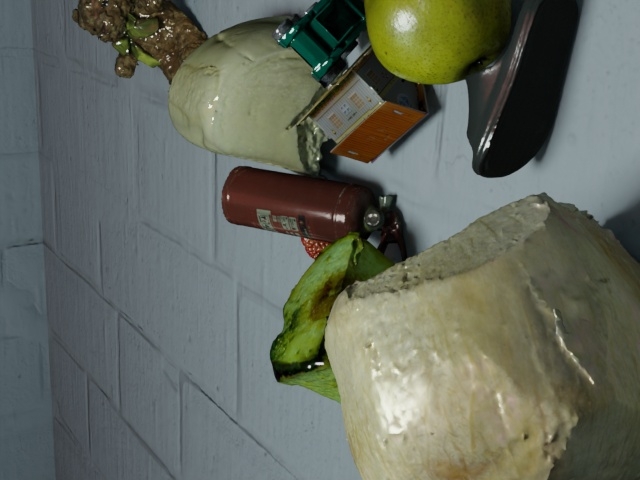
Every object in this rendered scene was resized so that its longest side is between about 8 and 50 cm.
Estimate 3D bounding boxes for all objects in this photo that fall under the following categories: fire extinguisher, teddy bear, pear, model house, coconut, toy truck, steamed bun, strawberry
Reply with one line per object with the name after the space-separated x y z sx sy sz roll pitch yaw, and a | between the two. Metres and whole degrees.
-0.003 -0.030 1.490 0.336 0.106 0.147 12 97 28 | fire extinguisher
-0.385 -0.439 1.955 0.246 0.222 0.296 -55 53 45 | teddy bear
0.077 0.150 1.382 0.164 0.255 0.238 -29 37 50 | pear
0.095 -0.219 1.350 0.136 0.207 0.219 45 138 -7 | model house
0.212 0.180 0.999 0.404 0.404 0.405 20 114 55 | coconut
0.022 -0.322 1.349 0.110 0.216 0.116 44 120 -7 | toy truck
-0.109 -0.270 1.567 0.290 0.273 0.272 18 97 51 | steamed bun
0.000 0.000 1.575 0.073 0.083 0.073 -18 53 25 | strawberry
0.148 -0.299 1.165 0.198 0.198 0.198 20 114 55 | pear

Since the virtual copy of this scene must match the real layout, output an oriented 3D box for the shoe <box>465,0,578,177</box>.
0.237 -0.200 1.125 0.093 0.108 0.241 37 121 44 | shoe
